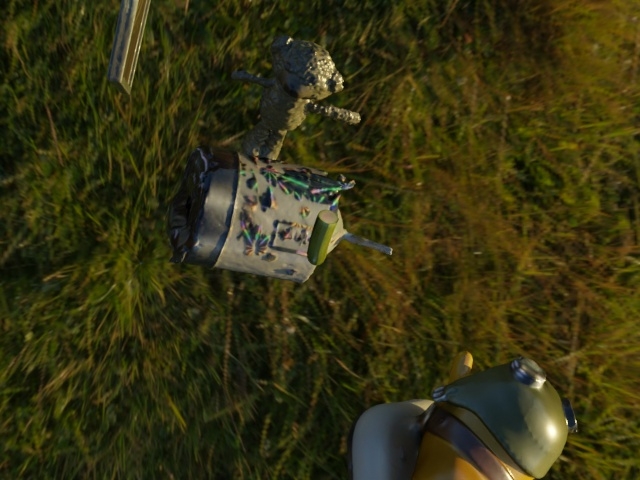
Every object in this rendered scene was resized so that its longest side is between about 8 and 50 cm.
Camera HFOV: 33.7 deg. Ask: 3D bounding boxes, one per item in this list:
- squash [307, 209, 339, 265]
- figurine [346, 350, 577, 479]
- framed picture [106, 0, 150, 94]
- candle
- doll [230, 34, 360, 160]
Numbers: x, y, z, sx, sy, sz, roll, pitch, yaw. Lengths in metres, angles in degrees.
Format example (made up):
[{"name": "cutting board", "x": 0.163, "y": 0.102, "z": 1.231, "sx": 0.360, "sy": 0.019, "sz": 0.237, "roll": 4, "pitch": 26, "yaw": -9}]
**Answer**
[{"name": "squash", "x": 0.000, "y": 0.000, "z": 1.326, "sx": 0.027, "sy": 0.027, "sz": 0.083, "roll": 10, "pitch": 132, "yaw": -9}, {"name": "figurine", "x": 0.123, "y": 0.183, "z": 0.794, "sx": 0.141, "sy": 0.250, "sz": 0.166, "roll": -31, "pitch": 110, "yaw": 26}, {"name": "framed picture", "x": -0.177, "y": -0.218, "z": 1.011, "sx": 0.015, "sy": 0.203, "sz": 0.150, "roll": 12, "pitch": 94, "yaw": -9}, {"name": "candle", "x": -0.059, "y": -0.029, "z": 1.591, "sx": 0.330, "sy": 0.187, "sz": 0.187, "roll": 11, "pitch": 87, "yaw": -16}, {"name": "doll", "x": -0.067, "y": -0.218, "z": 1.700, "sx": 0.203, "sy": 0.286, "sz": 0.091, "roll": 48, "pitch": 51, "yaw": -24}]
